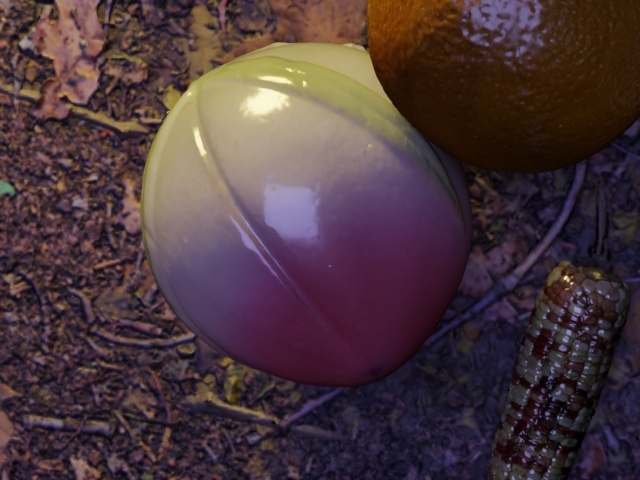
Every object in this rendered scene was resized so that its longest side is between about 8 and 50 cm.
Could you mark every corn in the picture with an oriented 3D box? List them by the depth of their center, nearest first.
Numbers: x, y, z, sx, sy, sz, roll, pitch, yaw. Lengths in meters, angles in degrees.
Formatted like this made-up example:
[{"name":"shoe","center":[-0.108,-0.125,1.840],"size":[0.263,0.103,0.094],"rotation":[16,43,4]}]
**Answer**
[{"name":"corn","center":[0.212,0.143,1.473],"size":[0.086,0.086,0.253],"rotation":[19,100,13]}]

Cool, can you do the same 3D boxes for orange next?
[{"name":"orange","center":[0.165,-0.177,1.293],"size":[0.264,0.264,0.264],"rotation":[1,93,15]}]

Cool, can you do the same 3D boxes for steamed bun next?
[{"name":"steamed bun","center":[0.000,0.000,1.390],"size":[0.309,0.309,0.309],"rotation":[1,93,15]}]
